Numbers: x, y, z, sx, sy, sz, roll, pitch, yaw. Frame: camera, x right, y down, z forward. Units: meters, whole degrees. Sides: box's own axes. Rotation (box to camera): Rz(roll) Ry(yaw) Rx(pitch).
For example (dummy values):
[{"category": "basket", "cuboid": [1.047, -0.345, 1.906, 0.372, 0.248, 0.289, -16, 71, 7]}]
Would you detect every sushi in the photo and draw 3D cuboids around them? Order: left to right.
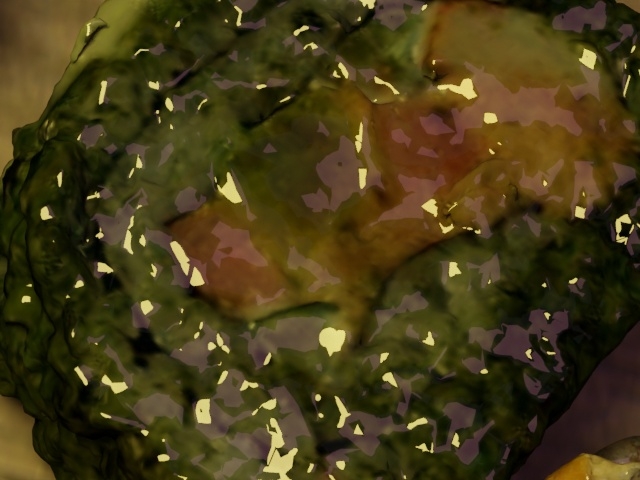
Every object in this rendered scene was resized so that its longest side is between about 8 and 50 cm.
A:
[{"category": "sushi", "cuboid": [0.000, 0.000, 0.963, 0.294, 0.178, 0.352, 42, 64, 3]}]

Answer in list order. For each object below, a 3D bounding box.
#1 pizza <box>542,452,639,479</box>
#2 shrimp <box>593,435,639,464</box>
[{"category": "pizza", "cuboid": [0.126, 0.143, 0.988, 0.195, 0.185, 0.052, -9, 60, -48]}, {"category": "shrimp", "cuboid": [0.211, 0.171, 1.079, 0.161, 0.034, 0.091, 27, 75, -5]}]
